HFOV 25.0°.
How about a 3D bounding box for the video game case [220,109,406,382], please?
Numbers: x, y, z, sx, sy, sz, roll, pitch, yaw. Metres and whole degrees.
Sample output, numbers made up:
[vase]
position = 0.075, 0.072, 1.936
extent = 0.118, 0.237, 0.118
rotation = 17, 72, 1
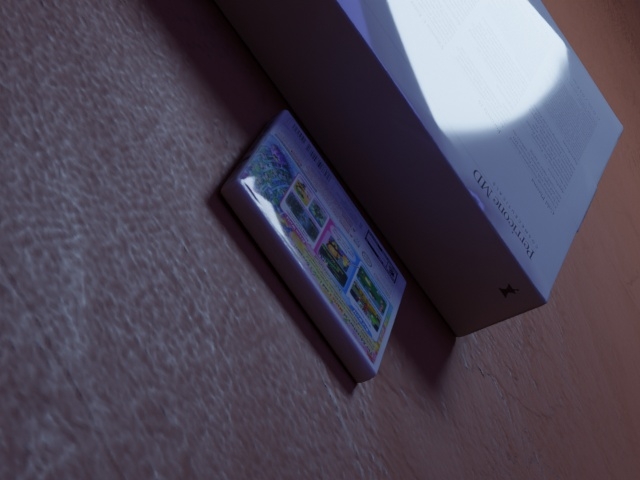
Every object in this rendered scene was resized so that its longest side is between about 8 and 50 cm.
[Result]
[video game case]
position = 0.000, 0.000, 0.969
extent = 0.157, 0.019, 0.143
rotation = 55, 23, -13

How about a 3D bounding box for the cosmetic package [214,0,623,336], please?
[cosmetic package]
position = 0.082, -0.155, 1.157
extent = 0.377, 0.097, 0.284
rotation = 54, 35, -14
